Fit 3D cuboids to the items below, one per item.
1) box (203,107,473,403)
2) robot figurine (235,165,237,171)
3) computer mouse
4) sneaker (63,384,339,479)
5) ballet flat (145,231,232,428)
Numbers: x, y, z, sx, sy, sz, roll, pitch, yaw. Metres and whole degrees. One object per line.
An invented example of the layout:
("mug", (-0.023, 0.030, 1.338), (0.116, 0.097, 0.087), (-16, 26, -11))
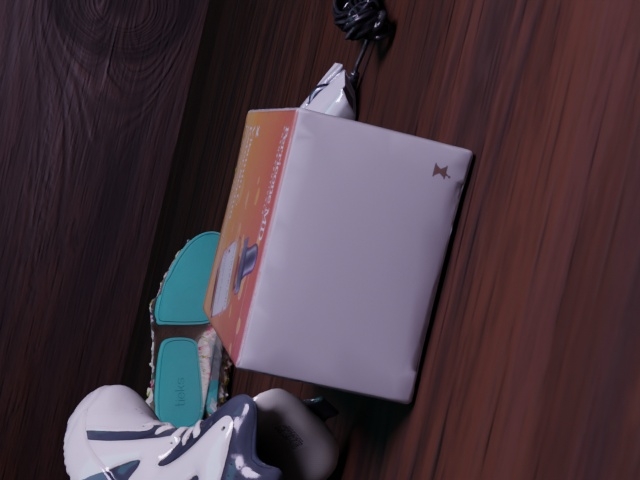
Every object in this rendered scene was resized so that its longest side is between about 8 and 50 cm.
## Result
("box", (0.000, 0.000, 0.596), (0.170, 0.091, 0.130), (-155, 78, -77))
("robot figurine", (-0.020, -0.022, 0.754), (0.101, 0.067, 0.115), (48, 127, 46))
("computer mouse", (0.000, -0.092, 0.796), (0.106, 0.042, 0.193), (-104, 29, -61))
("sneaker", (-0.059, 0.128, 0.640), (0.153, 0.094, 0.235), (-46, 32, 6))
("ballet flat", (-0.122, 0.104, 1.053), (0.077, 0.091, 0.241), (83, -168, -52))
